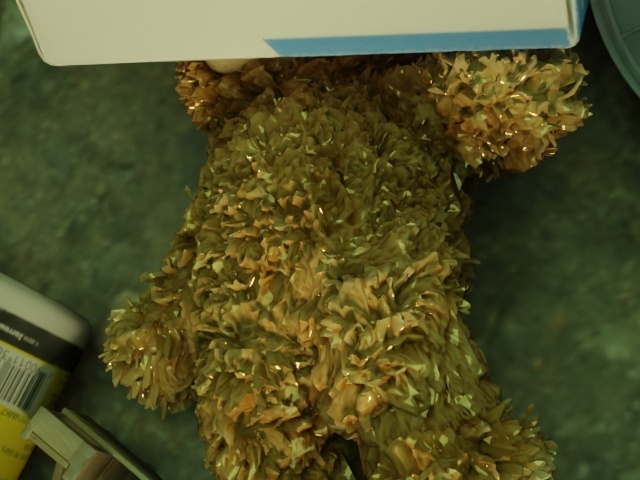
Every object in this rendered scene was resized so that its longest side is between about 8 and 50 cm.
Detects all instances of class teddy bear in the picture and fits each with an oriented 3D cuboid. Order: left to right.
[{"bbox_3d":[0.000,0.000,0.696,0.245,0.113,0.338,-15,61,52],"label":"teddy bear"}]

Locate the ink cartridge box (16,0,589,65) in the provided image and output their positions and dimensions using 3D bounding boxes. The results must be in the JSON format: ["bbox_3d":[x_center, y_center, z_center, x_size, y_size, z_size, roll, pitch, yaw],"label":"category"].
[{"bbox_3d":[0.014,-0.215,0.703,0.223,0.129,0.307,-1,42,20],"label":"ink cartridge box"}]

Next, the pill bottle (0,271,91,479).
[{"bbox_3d":[-0.201,0.103,0.763,0.119,0.119,0.208,25,83,17],"label":"pill bottle"}]

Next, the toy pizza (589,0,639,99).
[{"bbox_3d":[0.214,-0.130,0.743,0.201,0.032,0.201,0,94,-2],"label":"toy pizza"}]

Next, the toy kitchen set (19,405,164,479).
[{"bbox_3d":[-0.106,0.127,0.753,0.068,0.083,0.075,36,86,19],"label":"toy kitchen set"}]
